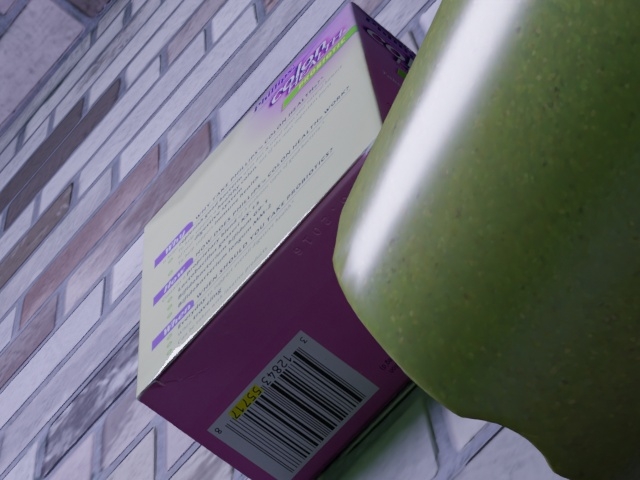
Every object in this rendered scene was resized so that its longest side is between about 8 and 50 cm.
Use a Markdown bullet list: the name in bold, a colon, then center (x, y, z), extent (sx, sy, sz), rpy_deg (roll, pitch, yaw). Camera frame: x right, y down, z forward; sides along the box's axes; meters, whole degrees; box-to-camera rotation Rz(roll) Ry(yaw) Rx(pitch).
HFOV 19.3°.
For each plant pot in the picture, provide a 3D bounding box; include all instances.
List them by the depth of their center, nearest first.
- **plant pot**: center (0.140, -0.051, 0.733), extent (0.254, 0.276, 0.276), rpy_deg (-56, 15, 24)

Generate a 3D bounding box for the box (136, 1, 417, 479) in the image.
- **box**: center (0.000, 0.000, 1.151), extent (0.213, 0.117, 0.243), rpy_deg (-47, 20, 15)
